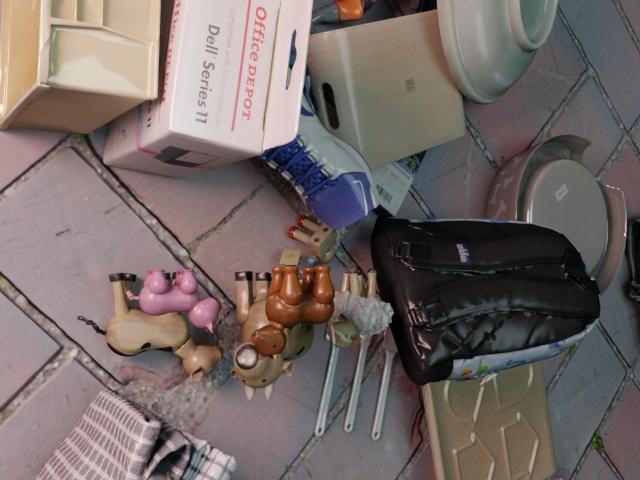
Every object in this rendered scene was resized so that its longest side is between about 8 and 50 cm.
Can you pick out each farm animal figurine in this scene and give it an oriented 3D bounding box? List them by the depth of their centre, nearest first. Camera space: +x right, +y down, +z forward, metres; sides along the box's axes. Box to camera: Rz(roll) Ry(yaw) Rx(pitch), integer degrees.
[{"bbox_3d":[-0.102,0.127,0.911,0.327,0.330,0.172,6,82,-61],"label":"farm animal figurine"}]

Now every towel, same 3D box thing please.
[{"bbox_3d":[-0.256,0.301,0.763,0.121,0.284,0.235,45,66,-22],"label":"towel"}]

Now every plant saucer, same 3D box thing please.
[{"bbox_3d":[0.331,-0.437,1.133,0.400,0.101,0.400,-18,113,-51],"label":"plant saucer"}]

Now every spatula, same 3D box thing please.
[{"bbox_3d":[0.073,0.220,1.131,0.168,0.019,0.242,16,80,-32],"label":"spatula"}]

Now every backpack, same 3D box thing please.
[{"bbox_3d":[0.285,0.094,1.113,0.356,0.273,0.290,-12,61,-6],"label":"backpack"}]

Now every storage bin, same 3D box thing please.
[{"bbox_3d":[-0.290,-0.271,0.771,0.123,0.262,0.260,3,87,-33],"label":"storage bin"}]

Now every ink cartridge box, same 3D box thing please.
[{"bbox_3d":[-0.152,-0.200,0.802,0.119,0.353,0.207,10,83,-32],"label":"ink cartridge box"}]

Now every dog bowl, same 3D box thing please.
[{"bbox_3d":[0.482,-0.039,1.351,0.349,0.102,0.348,2,87,-33],"label":"dog bowl"}]

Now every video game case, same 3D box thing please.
[{"bbox_3d":[0.084,-0.188,1.135,0.232,0.042,0.210,36,69,-26],"label":"video game case"}]

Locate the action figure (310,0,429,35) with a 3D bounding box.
[{"bbox_3d":[0.102,-0.507,1.060,0.179,0.341,0.330,33,55,19],"label":"action figure"}]

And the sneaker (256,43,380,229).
[{"bbox_3d":[-0.059,-0.144,0.951,0.315,0.127,0.182,59,33,-4],"label":"sneaker"}]

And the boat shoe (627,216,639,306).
[{"bbox_3d":[0.776,0.104,1.540,0.119,0.121,0.335,-3,79,-25],"label":"boat shoe"}]

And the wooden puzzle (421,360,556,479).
[{"bbox_3d":[0.312,0.336,1.251,0.348,0.080,0.322,-12,96,-37],"label":"wooden puzzle"}]

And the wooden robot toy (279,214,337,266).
[{"bbox_3d":[0.000,0.000,1.079,0.173,0.076,0.079,-49,148,-24],"label":"wooden robot toy"}]

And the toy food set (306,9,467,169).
[{"bbox_3d":[0.118,-0.254,1.097,0.306,0.092,0.219,-23,110,-32],"label":"toy food set"}]
